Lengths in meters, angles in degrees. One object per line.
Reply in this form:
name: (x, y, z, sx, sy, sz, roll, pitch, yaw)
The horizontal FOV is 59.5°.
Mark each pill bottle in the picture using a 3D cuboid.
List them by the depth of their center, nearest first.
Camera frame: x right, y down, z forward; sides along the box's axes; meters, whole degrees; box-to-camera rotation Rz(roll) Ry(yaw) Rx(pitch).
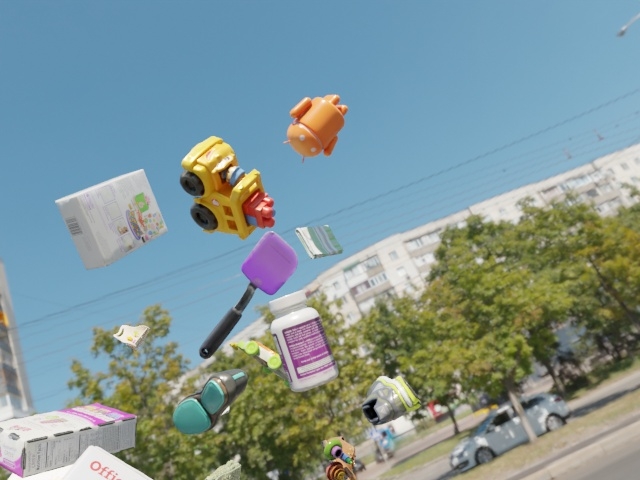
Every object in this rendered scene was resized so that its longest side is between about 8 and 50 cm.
pill bottle: (-0.064, 0.323, 1.828, 0.169, 0.301, 0.169, -19, -5, -2)

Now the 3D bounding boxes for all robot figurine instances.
robot figurine: (-0.012, -0.342, 1.696, 0.219, 0.128, 0.158, -50, -21, -11)

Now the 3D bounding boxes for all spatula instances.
spatula: (-0.144, 0.117, 1.026, 0.296, 0.084, 0.030, -53, -9, 24)

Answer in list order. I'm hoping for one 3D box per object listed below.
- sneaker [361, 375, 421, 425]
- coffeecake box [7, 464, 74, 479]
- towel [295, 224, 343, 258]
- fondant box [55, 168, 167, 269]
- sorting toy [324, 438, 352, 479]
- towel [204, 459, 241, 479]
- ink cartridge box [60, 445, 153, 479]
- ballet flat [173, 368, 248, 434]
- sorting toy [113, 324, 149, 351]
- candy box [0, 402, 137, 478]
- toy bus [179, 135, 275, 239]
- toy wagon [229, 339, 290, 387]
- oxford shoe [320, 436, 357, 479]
sneaker: (0.161, 0.435, 1.506, 0.121, 0.111, 0.300, -27, -14, -16)
coffeecake box: (-0.685, 0.611, 1.450, 0.186, 0.142, 0.068, 7, -60, 6)
towel: (0.000, 0.000, 1.757, 0.152, 0.113, 0.023, -10, -26, -48)
fondant box: (-0.677, -0.077, 1.855, 0.096, 0.238, 0.330, -11, 16, 27)
sorting toy: (0.045, 0.528, 1.334, 0.061, 0.101, 0.042, -6, 9, -34)
towel: (-0.162, 0.429, 0.918, 0.027, 0.110, 0.148, 1, -10, 8)
ink cartridge box: (-0.381, 0.511, 0.896, 0.278, 0.201, 0.117, -56, -5, -49)
ballet flat: (-0.241, 0.367, 1.274, 0.096, 0.095, 0.280, -24, -13, -45)
sorting toy: (-0.537, 0.270, 1.575, 0.044, 0.075, 0.083, -64, 0, 30)
candy box: (-0.514, 0.393, 1.122, 0.159, 0.071, 0.233, 0, -4, 38)
toy bus: (-0.197, -0.111, 1.310, 0.149, 0.212, 0.220, -49, -36, -36)
toy wagon: (-0.226, 0.491, 2.308, 0.068, 0.344, 0.267, -54, -28, -19)
oxford shoe: (0.061, 0.564, 1.445, 0.076, 0.076, 0.212, -22, 15, -9)
